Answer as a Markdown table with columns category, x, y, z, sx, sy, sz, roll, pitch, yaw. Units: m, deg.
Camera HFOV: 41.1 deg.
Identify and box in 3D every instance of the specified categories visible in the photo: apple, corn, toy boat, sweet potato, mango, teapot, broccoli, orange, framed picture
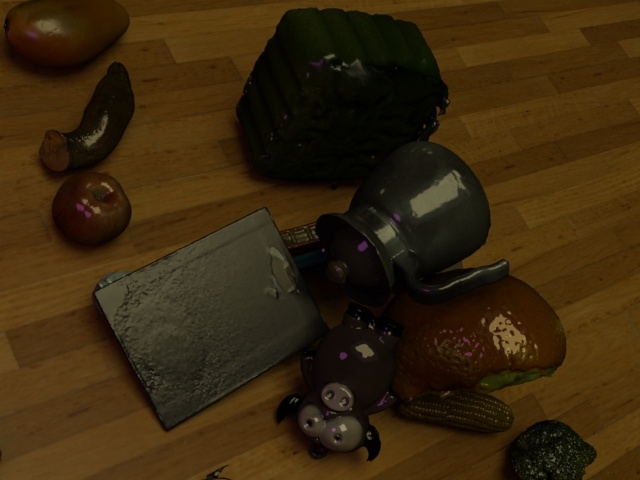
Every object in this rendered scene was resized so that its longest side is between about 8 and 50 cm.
| category | x | y | z | sx | sy | sz | roll | pitch | yaw |
| --- | --- | --- | --- | --- | --- | --- | --- | --- | --- |
| apple | -0.374 | -0.054 | 1.390 | 0.126 | 0.102 | 0.126 | 14 | 54 | -20 |
| corn | 0.239 | 0.296 | 1.523 | 0.231 | 0.080 | 0.080 | 15 | 55 | -23 |
| toy boat | 0.000 | 0.000 | 1.553 | 0.392 | 0.136 | 0.079 | -14 | 104 | -28 |
| sweet potato | -0.391 | -0.222 | 1.498 | 0.112 | 0.085 | 0.285 | 23 | 52 | -9 |
| mango | -0.450 | -0.383 | 1.553 | 0.138 | 0.113 | 0.253 | 50 | 44 | 12 |
| teapot | 0.142 | 0.014 | 1.417 | 0.285 | 0.223 | 0.305 | -34 | 71 | -26 |
| broccoli | 0.408 | 0.391 | 1.526 | 0.162 | 0.146 | 0.137 | -6 | 96 | -51 |
| orange | 0.242 | 0.148 | 1.462 | 0.263 | 0.335 | 0.196 | -12 | 91 | -48 |
| framed picture | -0.165 | 0.118 | 1.373 | 0.324 | 0.013 | 0.244 | -28 | 94 | -27 |

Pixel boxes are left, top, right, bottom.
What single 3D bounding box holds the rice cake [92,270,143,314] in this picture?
| category | x | y | z | sx | sy | sz | roll | pitch | yaw |
| --- | --- | --- | --- | --- | --- | --- | --- | --- | --- |
| rice cake | -0.267 | 0.082 | 1.389 | 0.207 | 0.069 | 0.063 | -2 | 60 | -32 |

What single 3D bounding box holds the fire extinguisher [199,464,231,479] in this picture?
| category | x | y | z | sx | sy | sz | roll | pitch | yaw |
| --- | --- | --- | --- | --- | --- | --- | --- | --- | --- |
| fire extinguisher | -0.163 | 0.413 | 1.253 | 0.078 | 0.045 | 0.157 | -7 | 63 | -7 |

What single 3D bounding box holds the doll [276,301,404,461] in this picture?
| category | x | y | z | sx | sy | sz | roll | pitch | yaw |
| --- | --- | --- | --- | --- | --- | --- | --- | --- | --- |
| doll | 0.044 | 0.236 | 1.378 | 0.182 | 0.117 | 0.257 | 25 | 89 | 7 |

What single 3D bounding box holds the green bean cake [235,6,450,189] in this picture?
| category | x | y | z | sx | sy | sz | roll | pitch | yaw |
| --- | --- | --- | --- | --- | --- | --- | --- | --- | --- |
| green bean cake | 0.035 | -0.247 | 1.599 | 0.319 | 0.335 | 0.218 | -3 | 53 | -27 |

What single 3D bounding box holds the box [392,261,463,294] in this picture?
| category | x | y | z | sx | sy | sz | roll | pitch | yaw |
| --- | --- | --- | --- | --- | --- | --- | --- | --- | --- |
| box | 0.207 | 0.021 | 1.689 | 0.141 | 0.058 | 0.201 | 14 | 54 | -20 |
